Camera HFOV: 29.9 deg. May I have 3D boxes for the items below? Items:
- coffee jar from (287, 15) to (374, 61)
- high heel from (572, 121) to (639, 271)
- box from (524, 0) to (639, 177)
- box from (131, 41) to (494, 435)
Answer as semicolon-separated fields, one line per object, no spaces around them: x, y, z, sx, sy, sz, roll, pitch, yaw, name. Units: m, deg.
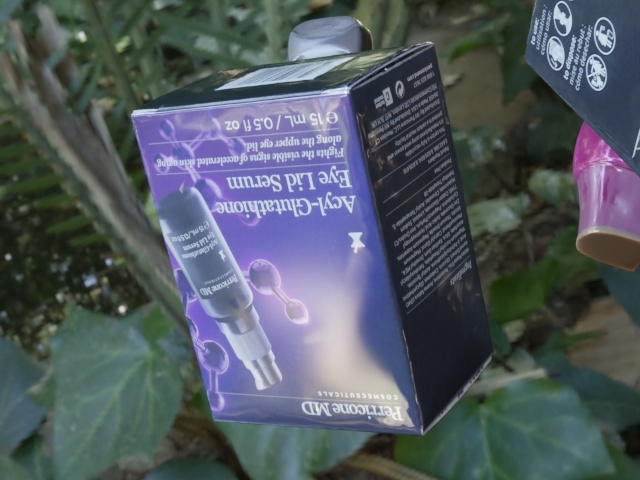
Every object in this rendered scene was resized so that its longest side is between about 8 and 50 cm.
0.030;-0.189;1.380;0.096;0.184;0.079;-4;73;18;coffee jar
0.444;-0.024;1.278;0.127;0.377;0.181;135;151;-56;high heel
0.199;-0.154;0.501;0.142;0.247;0.163;-11;41;-18;box
0.000;0.000;0.714;0.153;0.207;0.108;-3;19;33;box
